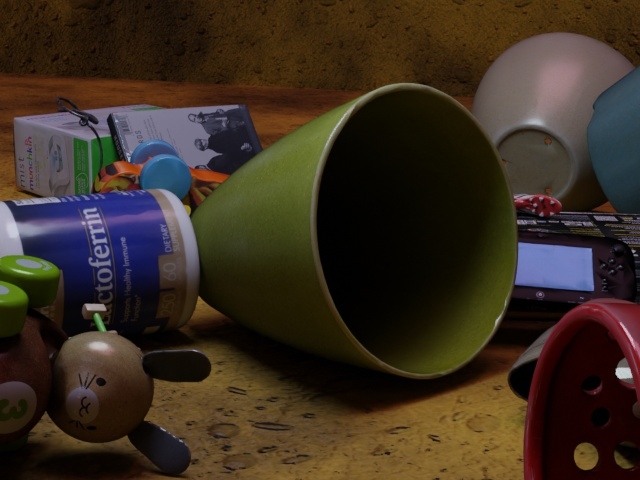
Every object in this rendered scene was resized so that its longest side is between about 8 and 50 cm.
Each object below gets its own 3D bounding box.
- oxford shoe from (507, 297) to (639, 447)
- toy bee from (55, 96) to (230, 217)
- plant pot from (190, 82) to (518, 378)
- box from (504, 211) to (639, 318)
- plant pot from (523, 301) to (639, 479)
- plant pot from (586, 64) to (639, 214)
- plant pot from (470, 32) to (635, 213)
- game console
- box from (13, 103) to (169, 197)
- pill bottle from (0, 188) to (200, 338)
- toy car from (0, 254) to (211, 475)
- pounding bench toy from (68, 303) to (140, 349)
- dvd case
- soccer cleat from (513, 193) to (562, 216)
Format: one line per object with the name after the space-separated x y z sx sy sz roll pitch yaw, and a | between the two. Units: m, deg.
0.305 0.137 0.996 0.130 0.123 0.348 -24 19 -35 | oxford shoe
-0.250 -0.064 1.721 0.298 0.162 0.195 28 11 -5 | toy bee
0.000 0.000 1.260 0.275 0.274 0.294 -11 3 -41 | plant pot
0.291 0.026 1.501 0.322 0.079 0.257 1 15 1 | box
0.242 0.140 0.792 0.174 0.191 0.191 5 13 -10 | plant pot
0.558 -0.161 1.650 0.341 0.341 0.334 -10 -13 -40 | plant pot
0.341 -0.148 1.866 0.284 0.284 0.191 7 28 23 | plant pot
0.310 0.047 1.300 0.362 0.044 0.213 4 37 6 | game console
-0.324 -0.136 2.018 0.262 0.126 0.231 -12 21 -41 | box
-0.269 0.032 1.257 0.265 0.153 0.153 -7 16 -28 | pill bottle
-0.184 0.116 0.956 0.188 0.155 0.149 15 14 2 | toy car
-0.195 0.103 1.113 0.052 0.083 0.065 -7 15 -31 | pounding bench toy
-0.191 -0.122 1.899 0.239 0.179 0.029 -8 -22 -34 | dvd case
0.266 -0.047 1.579 0.083 0.029 0.035 2 16 23 | soccer cleat
